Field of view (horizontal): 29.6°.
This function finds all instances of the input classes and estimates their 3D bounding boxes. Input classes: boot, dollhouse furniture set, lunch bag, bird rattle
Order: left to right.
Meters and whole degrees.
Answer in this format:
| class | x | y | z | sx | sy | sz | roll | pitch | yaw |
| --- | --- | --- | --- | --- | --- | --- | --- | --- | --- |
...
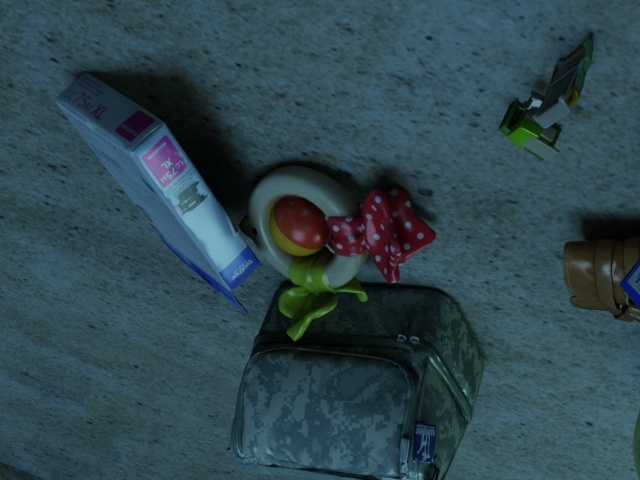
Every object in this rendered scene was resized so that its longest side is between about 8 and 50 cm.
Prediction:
| class | x | y | z | sx | sy | sz | roll | pitch | yaw |
| --- | --- | --- | --- | --- | --- | --- | --- | --- | --- |
| bird rattle | 0.000 | 0.000 | 1.464 | 0.207 | 0.143 | 0.253 | 40 | 145 | 1 |
| lunch bag | 0.048 | 0.213 | 1.623 | 0.305 | 0.256 | 0.212 | 2 | 144 | 29 |
| dollhouse furniture set | 0.232 | -0.125 | 1.173 | 0.058 | 0.076 | 0.151 | 31 | 158 | -9 |
| boot | 0.371 | 0.016 | 1.292 | 0.220 | 0.109 | 0.283 | 13 | 155 | 21 |

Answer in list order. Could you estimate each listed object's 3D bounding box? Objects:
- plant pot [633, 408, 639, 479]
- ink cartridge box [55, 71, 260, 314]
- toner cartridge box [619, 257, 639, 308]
| class | x | y | z | sx | sy | sz | roll | pitch | yaw |
| --- | --- | --- | --- | --- | --- | --- | --- | --- | --- |
| plant pot | 0.545 | 0.279 | 1.446 | 0.276 | 0.276 | 0.254 | -1 | 153 | 32 |
| ink cartridge box | -0.184 | -0.054 | 1.479 | 0.186 | 0.065 | 0.311 | 34 | 160 | 43 |
| toner cartridge box | 0.457 | 0.055 | 1.144 | 0.347 | 0.075 | 0.165 | 25 | 112 | -33 |
